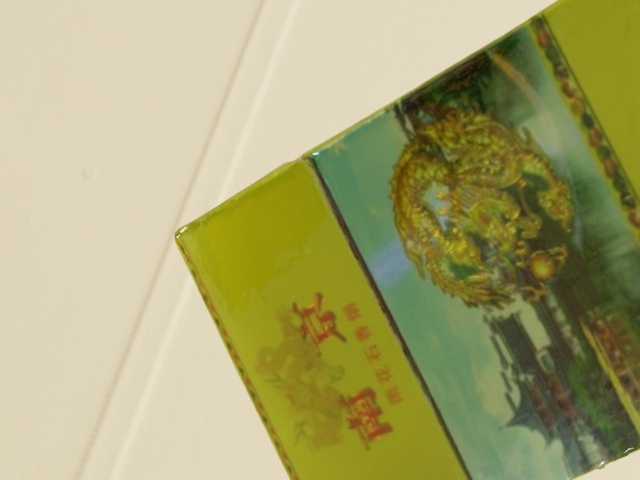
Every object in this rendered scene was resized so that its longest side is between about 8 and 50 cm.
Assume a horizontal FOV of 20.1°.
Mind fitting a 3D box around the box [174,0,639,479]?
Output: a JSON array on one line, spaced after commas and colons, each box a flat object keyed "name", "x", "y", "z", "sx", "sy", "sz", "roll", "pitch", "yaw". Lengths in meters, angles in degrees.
[{"name": "box", "x": 0.103, "y": 0.004, "z": 0.781, "sx": 0.335, "sy": 0.047, "sz": 0.187, "roll": -30, "pitch": -96, "yaw": 30}]
